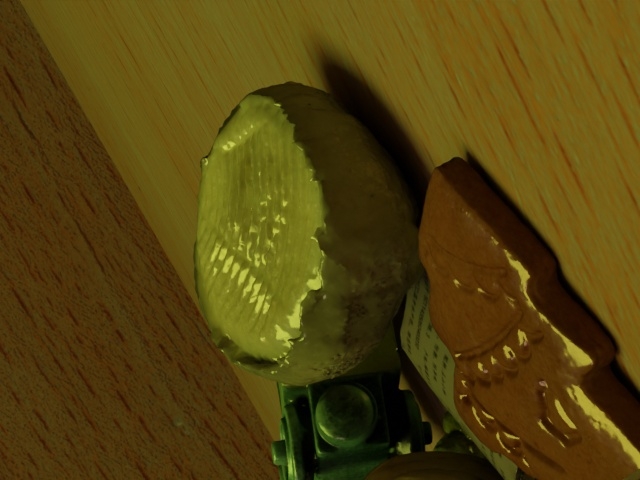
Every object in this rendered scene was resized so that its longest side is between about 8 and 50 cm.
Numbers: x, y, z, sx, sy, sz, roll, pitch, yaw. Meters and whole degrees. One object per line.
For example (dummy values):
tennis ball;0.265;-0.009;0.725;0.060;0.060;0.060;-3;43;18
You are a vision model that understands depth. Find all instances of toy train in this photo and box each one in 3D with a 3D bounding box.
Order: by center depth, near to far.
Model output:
toy train;0.015;0.159;2.033;0.397;0.160;0.253;91;168;-72

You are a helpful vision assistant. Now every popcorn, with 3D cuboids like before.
popcorn;0.140;0.207;1.971;0.059;0.068;0.083;-25;69;49

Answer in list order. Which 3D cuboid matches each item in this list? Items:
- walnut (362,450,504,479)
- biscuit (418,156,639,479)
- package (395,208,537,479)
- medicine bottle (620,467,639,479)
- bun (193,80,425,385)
walnut;0.134;0.308;1.802;0.261;0.225;0.225;33;167;3
biscuit;0.147;0.080;1.503;0.306;0.043;0.284;65;160;-14
package;0.138;0.119;1.717;0.204;0.062;0.251;48;162;39
medicine bottle;0.279;0.273;1.290;0.274;0.133;0.133;59;170;3
bun;0.000;0.000;1.694;0.259;0.152;0.259;0;90;58
